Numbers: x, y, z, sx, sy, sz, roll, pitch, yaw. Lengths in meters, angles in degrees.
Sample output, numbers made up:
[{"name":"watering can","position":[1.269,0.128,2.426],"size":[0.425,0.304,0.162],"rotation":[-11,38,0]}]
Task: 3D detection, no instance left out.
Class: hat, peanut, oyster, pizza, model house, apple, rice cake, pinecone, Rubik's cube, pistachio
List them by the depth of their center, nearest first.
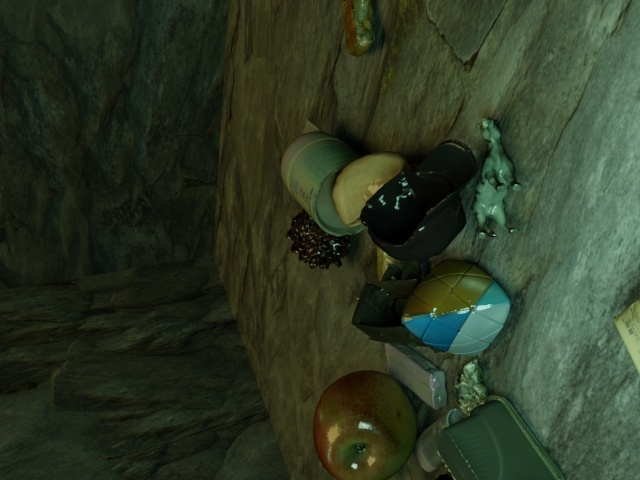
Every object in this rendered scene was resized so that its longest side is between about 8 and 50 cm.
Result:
[{"name":"hat","position":[0.264,-0.055,1.608],"size":[0.336,0.209,0.238],"rotation":[-33,34,45]},{"name":"Rubik's cube","position":[0.322,0.159,1.702],"size":[0.254,0.254,0.254],"rotation":[171,90,-70]},{"name":"oyster","position":[0.368,0.370,1.774],"size":[0.125,0.064,0.177],"rotation":[2,102,66]},{"name":"model house","position":[0.246,0.191,1.844],"size":[0.211,0.243,0.204],"rotation":[-7,53,52]},{"name":"pistachio","position":[0.152,-0.136,1.918],"size":[0.214,0.193,0.318],"rotation":[-61,15,-23]},{"name":"peanut","position":[0.211,0.055,1.957],"size":[0.129,0.129,0.224],"rotation":[-174,73,-69]},{"name":"pizza","position":[0.103,-0.660,2.017],"size":[0.189,0.071,0.297],"rotation":[135,128,-81]},{"name":"rice cake","position":[0.266,0.372,2.065],"size":[0.298,0.050,0.106],"rotation":[-152,55,-66]},{"name":"apple","position":[0.129,0.552,2.106],"size":[0.277,0.319,0.319],"rotation":[-102,8,-73]},{"name":"pinecone","position":[0.000,0.000,2.404],"size":[0.221,0.221,0.221],"rotation":[171,90,-70]}]

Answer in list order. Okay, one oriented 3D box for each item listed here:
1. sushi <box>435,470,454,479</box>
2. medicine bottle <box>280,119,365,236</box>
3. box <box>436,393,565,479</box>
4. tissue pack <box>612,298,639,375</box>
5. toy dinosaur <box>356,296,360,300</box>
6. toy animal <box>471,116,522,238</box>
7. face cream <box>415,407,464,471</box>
[{"name":"sushi","position":[0.352,0.668,1.758],"size":[0.213,0.200,0.204],"rotation":[52,153,10]},{"name":"medicine bottle","position":[0.008,-0.205,2.232],"size":[0.406,0.235,0.236],"rotation":[-131,37,-53]},{"name":"box","position":[0.385,0.486,1.591],"size":[0.274,0.178,0.138],"rotation":[-124,31,-42]},{"name":"tissue pack","position":[0.568,0.177,1.100],"size":[0.186,0.090,0.222],"rotation":[118,137,-56]},{"name":"toy dinosaur","position":[0.160,0.232,2.321],"size":[0.126,0.039,0.162],"rotation":[61,149,21]},{"name":"toy animal","position":[0.368,-0.124,1.506],"size":[0.170,0.089,0.255],"rotation":[-100,15,-76]},{"name":"face cream","position":[0.325,0.535,1.943],"size":[0.269,0.073,0.107],"rotation":[112,152,-55]}]
